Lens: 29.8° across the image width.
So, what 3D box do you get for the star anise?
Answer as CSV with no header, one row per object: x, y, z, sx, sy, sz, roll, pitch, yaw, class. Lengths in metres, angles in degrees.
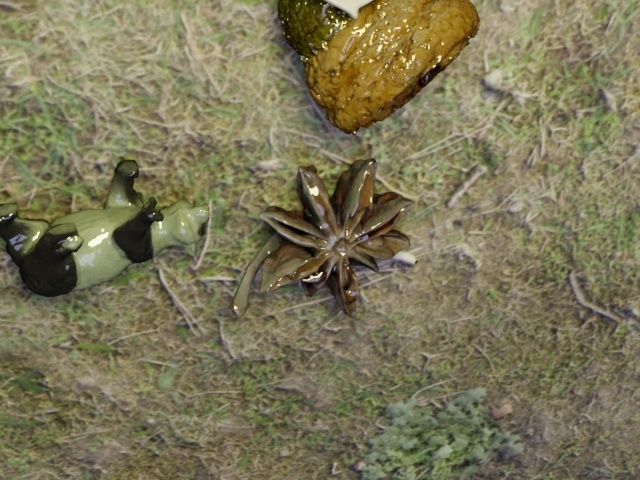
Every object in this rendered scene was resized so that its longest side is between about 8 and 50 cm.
-0.001,0.000,1.370,0.231,0.089,0.209,-12,119,-12,star anise

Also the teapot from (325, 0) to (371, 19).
-0.055,-0.303,1.020,0.298,0.204,0.139,21,102,-18,teapot

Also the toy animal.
-0.231,-0.006,1.301,0.225,0.094,0.121,-20,142,-10,toy animal

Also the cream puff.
0.041,-0.218,1.169,0.183,0.183,0.169,-38,100,17,cream puff
